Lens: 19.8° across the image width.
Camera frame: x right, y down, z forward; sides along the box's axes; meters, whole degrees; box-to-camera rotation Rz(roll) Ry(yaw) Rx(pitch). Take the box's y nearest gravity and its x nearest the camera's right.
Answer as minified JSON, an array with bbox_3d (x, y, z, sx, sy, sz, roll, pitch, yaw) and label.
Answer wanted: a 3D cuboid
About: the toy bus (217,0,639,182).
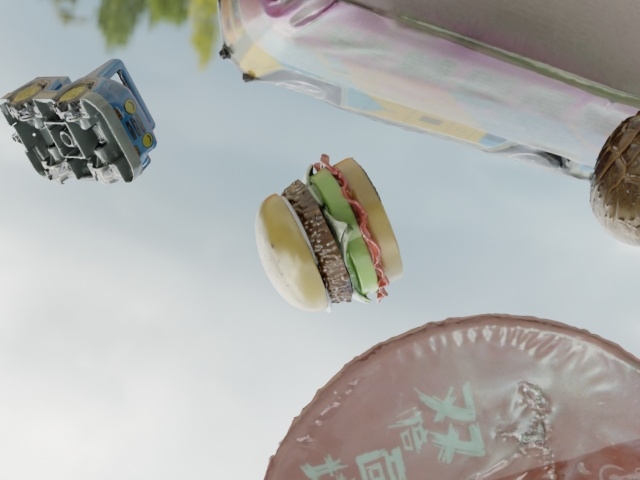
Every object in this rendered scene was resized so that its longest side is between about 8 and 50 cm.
[{"bbox_3d":[0.112,-0.189,1.540,0.386,0.171,0.162,15,154,-19],"label":"toy bus"}]

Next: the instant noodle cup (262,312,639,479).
[{"bbox_3d":[0.084,0.162,0.997,0.243,0.243,0.231,10,177,0],"label":"instant noodle cup"}]

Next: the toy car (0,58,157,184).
[{"bbox_3d":[-0.224,-0.117,1.775,0.100,0.097,0.191,-42,-151,-29],"label":"toy car"}]

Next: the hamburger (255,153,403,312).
[{"bbox_3d":[0.002,0.003,1.978,0.137,0.175,0.175,-25,-154,-8],"label":"hamburger"}]

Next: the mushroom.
[{"bbox_3d":[0.253,-0.051,1.334,0.109,0.085,0.126,9,-126,13],"label":"mushroom"}]
